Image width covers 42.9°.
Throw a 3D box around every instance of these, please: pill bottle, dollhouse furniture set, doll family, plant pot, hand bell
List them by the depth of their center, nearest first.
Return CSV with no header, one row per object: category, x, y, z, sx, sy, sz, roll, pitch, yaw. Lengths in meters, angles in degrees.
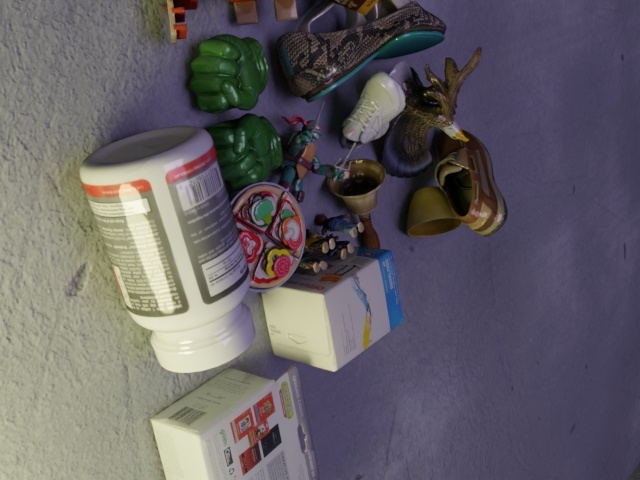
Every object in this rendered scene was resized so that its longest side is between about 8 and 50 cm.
pill bottle,-0.232,0.016,1.311,0.210,0.210,0.362,-34,121,-42
dollhouse furniture set,-0.129,-0.413,1.356,0.259,0.262,0.135,-8,92,-10
doll family,0.000,0.000,1.662,0.193,0.111,0.075,-23,114,-41
hand bell,0.098,-0.048,1.795,0.126,0.126,0.242,-51,143,-32
plant pot,0.266,-0.074,1.961,0.134,0.134,0.095,12,62,-50

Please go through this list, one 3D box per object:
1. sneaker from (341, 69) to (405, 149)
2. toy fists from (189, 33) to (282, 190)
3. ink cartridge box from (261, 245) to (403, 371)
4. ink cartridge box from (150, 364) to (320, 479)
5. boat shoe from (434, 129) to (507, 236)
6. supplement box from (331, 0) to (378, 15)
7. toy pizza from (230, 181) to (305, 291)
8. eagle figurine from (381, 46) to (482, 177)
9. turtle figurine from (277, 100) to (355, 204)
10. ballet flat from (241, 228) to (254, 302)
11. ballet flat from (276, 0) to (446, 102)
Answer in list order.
sneaker,0.100,-0.255,1.686,0.115,0.090,0.232,-43,168,-24
toy fists,-0.150,-0.228,1.462,0.142,0.096,0.279,-28,117,-43
ink cartridge box,0.025,0.129,1.656,0.233,0.171,0.168,-30,117,-44
ink cartridge box,-0.145,0.413,1.528,0.272,0.130,0.309,-29,117,-46
boat shoe,0.335,-0.156,1.920,0.120,0.122,0.323,18,38,-35
supplement box,0.042,-0.567,1.547,0.194,0.129,0.191,18,80,-14
toy pizza,-0.096,-0.005,1.476,0.201,0.032,0.201,-5,98,-43
eagle figurine,0.234,-0.281,1.830,0.226,0.298,0.225,-23,89,-19
turtle figurine,-0.028,-0.151,1.597,0.175,0.118,0.234,24,89,-51
ballet flat,-0.181,0.066,1.492,0.087,0.083,0.247,13,85,-25
ballet flat,0.091,-0.437,1.687,0.483,0.164,0.182,-32,99,-41
